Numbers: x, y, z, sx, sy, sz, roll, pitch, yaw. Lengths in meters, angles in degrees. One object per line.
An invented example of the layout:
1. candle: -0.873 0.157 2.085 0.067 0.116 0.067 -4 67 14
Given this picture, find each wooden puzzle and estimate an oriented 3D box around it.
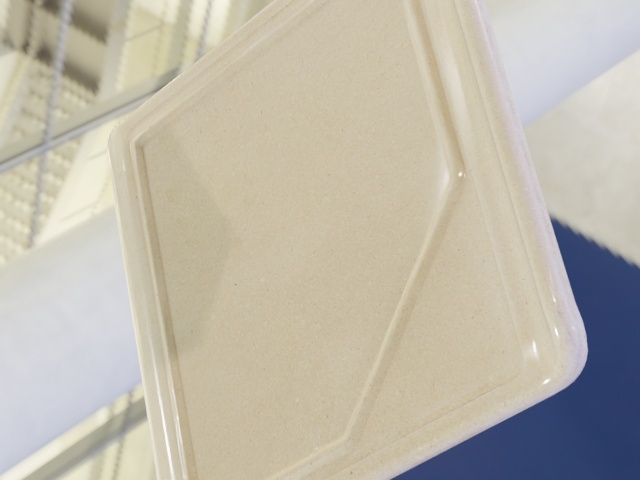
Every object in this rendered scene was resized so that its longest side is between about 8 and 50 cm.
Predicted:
1. wooden puzzle: 0.000 0.000 0.658 0.238 0.044 0.221 -37 -127 38
